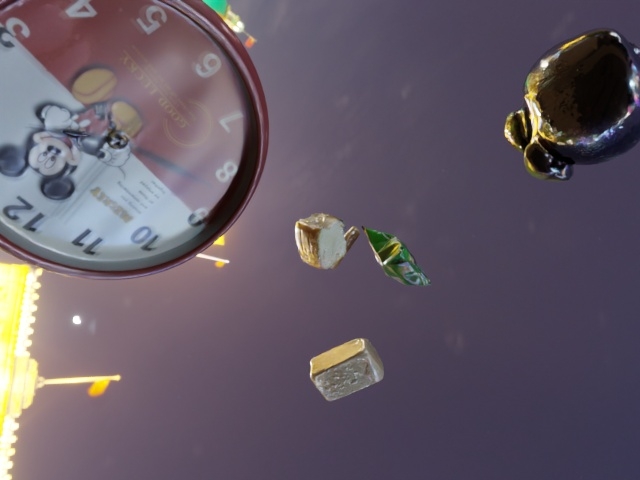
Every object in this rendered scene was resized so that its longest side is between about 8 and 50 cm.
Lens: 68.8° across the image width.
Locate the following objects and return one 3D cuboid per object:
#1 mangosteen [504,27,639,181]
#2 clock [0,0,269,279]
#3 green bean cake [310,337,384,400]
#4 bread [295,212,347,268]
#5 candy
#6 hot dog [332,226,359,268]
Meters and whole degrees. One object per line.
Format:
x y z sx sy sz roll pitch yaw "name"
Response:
0.425 -0.219 0.777 0.243 0.243 0.242 -9 -105 33 "mangosteen"
-0.205 -0.104 0.472 0.318 0.319 0.080 -57 -143 10 "clock"
0.070 0.346 1.261 0.179 0.109 0.085 -30 -160 14 "green bean cake"
-0.002 0.001 0.806 0.070 0.077 0.083 11 -60 42 "bread"
0.184 0.043 1.214 0.078 0.141 0.203 -30 -152 -14 "candy"
0.063 0.018 1.266 0.028 0.044 0.137 12 -124 49 "hot dog"
